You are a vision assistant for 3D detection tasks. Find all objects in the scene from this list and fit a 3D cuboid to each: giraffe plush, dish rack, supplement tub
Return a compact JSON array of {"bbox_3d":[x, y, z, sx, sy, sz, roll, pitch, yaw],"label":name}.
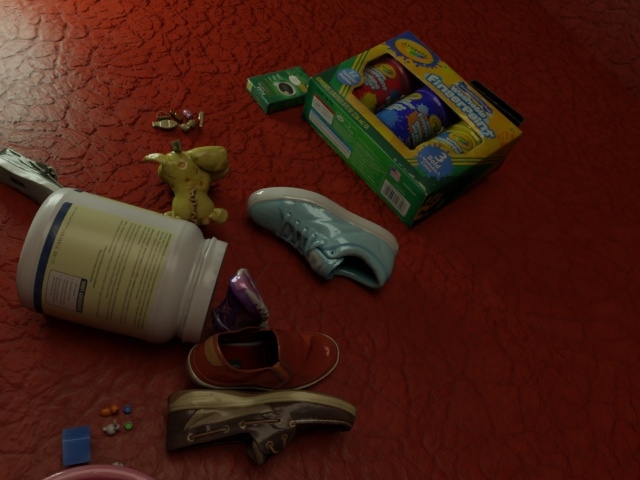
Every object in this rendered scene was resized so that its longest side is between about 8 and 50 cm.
[{"bbox_3d":[-0.277,-0.106,1.359,0.181,0.210,0.171,-13,81,8],"label":"giraffe plush"},{"bbox_3d":[0.451,-0.349,1.844,0.208,0.074,0.271,43,54,16],"label":"dish rack"},{"bbox_3d":[-0.355,0.055,1.152,0.324,0.235,0.236,16,51,-7],"label":"supplement tub"}]

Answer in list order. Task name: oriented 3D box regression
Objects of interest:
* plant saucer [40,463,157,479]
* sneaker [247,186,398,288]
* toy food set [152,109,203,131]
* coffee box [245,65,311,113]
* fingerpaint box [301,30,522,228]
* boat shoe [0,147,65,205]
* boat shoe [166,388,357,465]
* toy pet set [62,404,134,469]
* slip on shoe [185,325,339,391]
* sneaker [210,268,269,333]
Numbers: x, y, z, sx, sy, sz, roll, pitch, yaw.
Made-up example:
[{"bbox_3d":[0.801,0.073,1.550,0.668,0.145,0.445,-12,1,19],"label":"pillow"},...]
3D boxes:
[{"bbox_3d":[-0.342,0.508,0.914,0.331,0.084,0.332,10,52,-13],"label":"plant saucer"},{"bbox_3d":[0.000,0.000,1.384,0.365,0.135,0.150,19,47,-4],"label":"sneaker"},{"bbox_3d":[-0.356,-0.302,1.562,0.122,0.019,0.078,2,53,-8],"label":"toy food set"},{"bbox_3d":[-0.102,-0.418,1.723,0.184,0.040,0.113,-24,65,-33],"label":"coffee box"},{"bbox_3d":[0.236,-0.310,1.653,0.371,0.163,0.445,-31,69,-26],"label":"fingerpaint box"},{"bbox_3d":[-0.595,-0.132,1.311,0.219,0.078,0.070,29,51,6],"label":"boat shoe"},{"bbox_3d":[-0.103,0.338,1.110,0.341,0.123,0.123,5,61,-11],"label":"boat shoe"},{"bbox_3d":[-0.372,0.331,1.048,0.114,0.065,0.122,-2,55,-21],"label":"toy pet set"},{"bbox_3d":[-0.088,0.218,1.180,0.331,0.101,0.123,6,51,-39],"label":"slip on shoe"},{"bbox_3d":[-0.159,0.133,1.182,0.104,0.236,0.095,-22,70,-12],"label":"sneaker"}]
